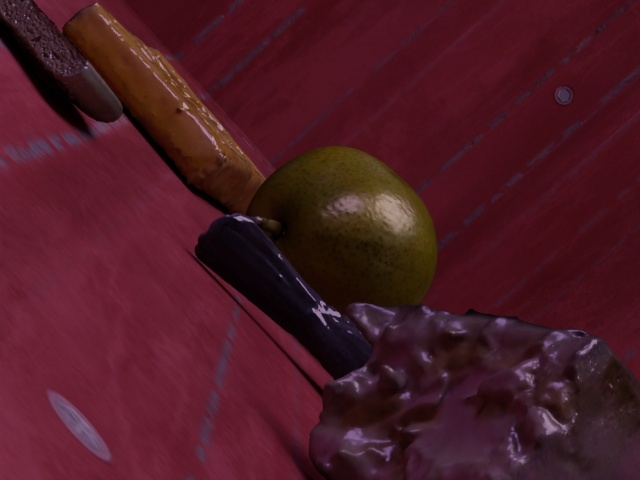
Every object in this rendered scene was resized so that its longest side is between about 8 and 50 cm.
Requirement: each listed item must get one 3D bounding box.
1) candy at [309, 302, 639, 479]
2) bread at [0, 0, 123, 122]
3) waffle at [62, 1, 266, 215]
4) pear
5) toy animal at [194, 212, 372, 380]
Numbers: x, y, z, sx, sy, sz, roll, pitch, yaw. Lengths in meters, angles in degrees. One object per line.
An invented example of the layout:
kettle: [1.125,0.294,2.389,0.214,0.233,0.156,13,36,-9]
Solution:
candy: [0.110,0.137,1.092,0.185,0.137,0.195,8,-32,48]
bread: [-0.208,-0.140,1.456,0.193,0.036,0.112,46,-4,41]
waffle: [-0.148,-0.127,1.913,0.221,0.055,0.248,49,3,14]
pear: [0.000,0.000,1.633,0.216,0.166,0.180,15,39,-42]
toy animal: [0.059,0.117,1.478,0.367,0.081,0.206,43,-1,7]
